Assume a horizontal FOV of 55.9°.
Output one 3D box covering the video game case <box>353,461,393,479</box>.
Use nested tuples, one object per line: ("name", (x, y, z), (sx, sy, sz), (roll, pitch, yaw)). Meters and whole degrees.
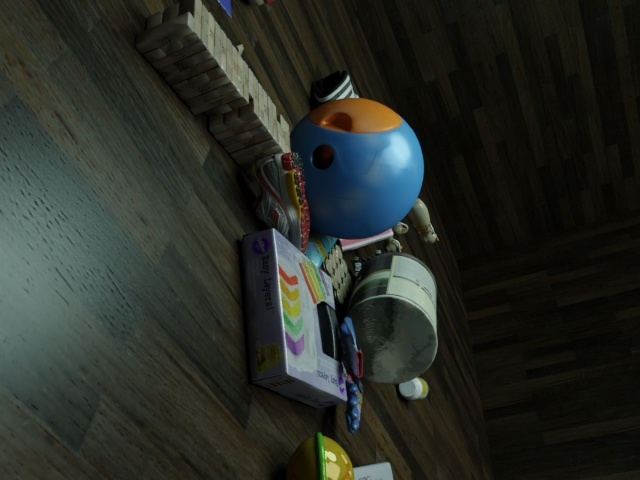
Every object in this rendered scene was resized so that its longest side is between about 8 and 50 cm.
("video game case", (0.105, 0.580, 1.088), (0.300, 0.036, 0.328), (36, 41, -62))

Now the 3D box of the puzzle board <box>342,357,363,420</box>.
("puzzle board", (0.062, 0.300, 1.264), (0.096, 0.011, 0.128), (-79, 147, -56))

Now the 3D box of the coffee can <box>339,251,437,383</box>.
("coffee can", (0.161, 0.164, 1.353), (0.275, 0.202, 0.201), (-61, 131, -70))

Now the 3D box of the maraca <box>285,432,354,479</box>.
("maraca", (-0.002, 0.358, 0.887), (0.185, 0.099, 0.127), (92, -2, -51))

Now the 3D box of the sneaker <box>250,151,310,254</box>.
("sneaker", (-0.070, -0.053, 1.086), (0.088, 0.093, 0.225), (-75, 160, -59))

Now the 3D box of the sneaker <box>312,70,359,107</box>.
("sneaker", (0.114, -0.374, 1.791), (0.447, 0.169, 0.257), (-21, 95, -70))

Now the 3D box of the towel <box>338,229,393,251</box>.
("towel", (0.091, -0.082, 1.513), (0.029, 0.144, 0.197), (157, -83, -79))

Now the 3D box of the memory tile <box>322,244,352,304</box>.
("memory tile", (0.040, 0.078, 1.404), (0.148, 0.012, 0.113), (-49, 120, -69))

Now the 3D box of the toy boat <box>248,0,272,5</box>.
("toy boat", (-0.123, -0.643, 1.360), (0.151, 0.151, 0.231), (53, 26, -46))

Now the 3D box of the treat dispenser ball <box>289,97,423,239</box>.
("treat dispenser ball", (0.064, -0.143, 1.228), (0.288, 0.288, 0.288), (-17, 90, -72))

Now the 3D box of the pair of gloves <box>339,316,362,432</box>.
("pair of gloves", (0.051, 0.244, 1.112), (0.159, 0.023, 0.198), (-132, -139, -76))

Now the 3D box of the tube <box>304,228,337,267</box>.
("tube", (0.000, 0.000, 1.311), (0.080, 0.052, 0.207), (58, 26, -10))

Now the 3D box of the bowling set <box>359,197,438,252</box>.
("bowling set", (0.148, -0.026, 1.637), (0.200, 0.287, 0.154), (-45, 131, -19))

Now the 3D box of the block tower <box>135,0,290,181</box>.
("block tower", (-0.155, -0.238, 0.984), (0.335, 0.091, 0.097), (50, 28, -52))

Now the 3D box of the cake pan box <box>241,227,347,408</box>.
("cake pan box", (-0.039, 0.141, 1.019), (0.267, 0.070, 0.245), (46, 33, -56))

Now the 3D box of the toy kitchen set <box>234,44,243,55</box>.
("toy kitchen set", (-0.157, -0.300, 1.073), (0.083, 0.068, 0.075), (-63, 133, -65))

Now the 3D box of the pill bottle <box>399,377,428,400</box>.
("pill bottle", (0.252, 0.404, 1.648), (0.116, 0.065, 0.065), (34, 42, -64))

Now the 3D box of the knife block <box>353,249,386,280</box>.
("knife block", (0.168, 0.167, 1.584), (0.242, 0.088, 0.275), (9, 66, -70))

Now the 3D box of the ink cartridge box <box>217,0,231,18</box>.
("ink cartridge box", (-0.212, -0.589, 1.002), (0.303, 0.072, 0.307), (45, 28, -59))
